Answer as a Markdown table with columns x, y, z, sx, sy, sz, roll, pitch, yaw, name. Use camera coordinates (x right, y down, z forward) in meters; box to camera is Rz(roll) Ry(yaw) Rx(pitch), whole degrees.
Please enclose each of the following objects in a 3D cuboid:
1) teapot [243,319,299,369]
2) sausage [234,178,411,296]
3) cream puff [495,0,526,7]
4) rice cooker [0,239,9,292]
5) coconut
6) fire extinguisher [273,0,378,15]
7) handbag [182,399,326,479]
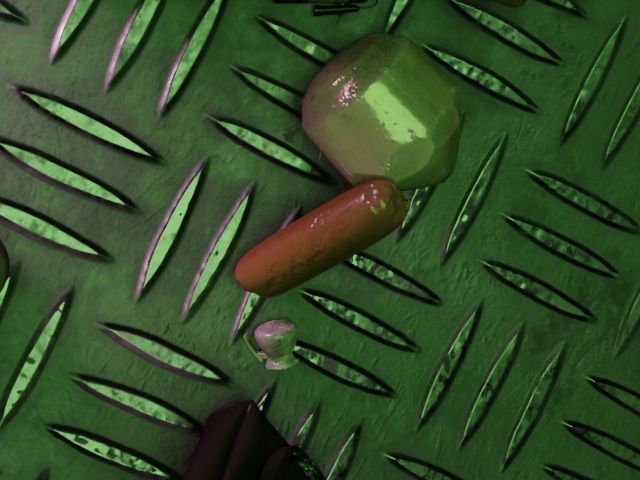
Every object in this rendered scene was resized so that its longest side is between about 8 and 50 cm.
| x | y | z | sx | sy | sz | roll | pitch | yaw | name |
| --- | --- | --- | --- | --- | --- | --- | --- | --- | --- |
| -0.071 | 0.156 | 1.864 | 0.083 | 0.064 | 0.064 | -4 | 108 | 18 | teapot |
| 0.001 | 0.000 | 1.780 | 0.289 | 0.086 | 0.086 | -31 | 107 | 30 | sausage |
| 0.225 | -0.498 | 1.750 | 0.270 | 0.274 | 0.323 | 9 | 91 | -25 | cream puff |
| -0.517 | 0.020 | 1.691 | 0.206 | 0.127 | 0.145 | 30 | 88 | -25 | rice cooker |
| 0.097 | -0.169 | 1.787 | 0.224 | 0.224 | 0.234 | -37 | 106 | -8 | coconut |
| 0.016 | -0.352 | 1.833 | 0.173 | 0.035 | 0.049 | -3 | 94 | -11 | fire extinguisher |
| -0.082 | 0.400 | 1.796 | 0.113 | 0.257 | 0.285 | -28 | 107 | 29 | handbag |
